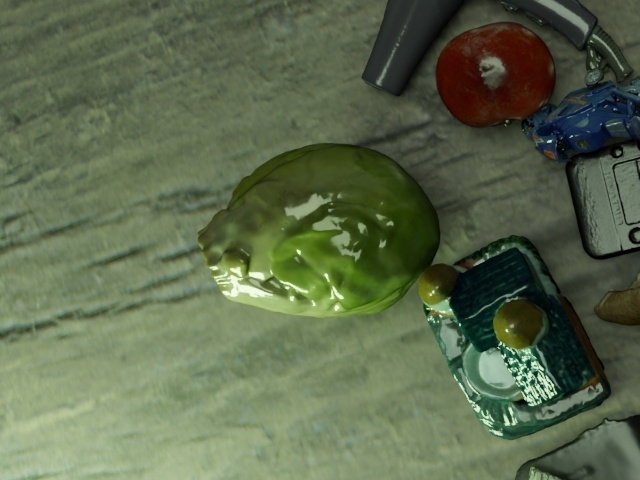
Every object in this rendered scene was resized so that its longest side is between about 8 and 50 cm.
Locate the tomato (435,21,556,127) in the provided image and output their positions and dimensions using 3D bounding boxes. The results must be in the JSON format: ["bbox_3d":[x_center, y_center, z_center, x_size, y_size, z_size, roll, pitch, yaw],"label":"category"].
[{"bbox_3d":[0.222,-0.213,1.482,0.159,0.091,0.139,-9,98,23],"label":"tomato"}]

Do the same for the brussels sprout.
[{"bbox_3d":[0.009,-0.005,1.499,0.316,0.274,0.243,-9,104,24],"label":"brussels sprout"}]

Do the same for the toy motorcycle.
[{"bbox_3d":[0.350,-0.156,1.473,0.205,0.076,0.114,-12,45,35],"label":"toy motorcycle"}]

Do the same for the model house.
[{"bbox_3d":[0.226,0.114,1.400,0.184,0.291,0.253,-26,76,10],"label":"model house"}]

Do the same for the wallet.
[{"bbox_3d":[0.397,0.420,1.428,0.197,0.051,0.377,-28,74,17],"label":"wallet"}]

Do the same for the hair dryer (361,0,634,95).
[{"bbox_3d":[0.252,-0.291,1.539,0.361,0.121,0.301,28,102,15],"label":"hair dryer"}]

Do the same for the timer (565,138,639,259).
[{"bbox_3d":[0.425,-0.061,1.472,0.187,0.055,0.144,-14,78,21],"label":"timer"}]

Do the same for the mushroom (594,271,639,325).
[{"bbox_3d":[0.435,0.050,1.410,0.072,0.094,0.210,42,113,-1],"label":"mushroom"}]

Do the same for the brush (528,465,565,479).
[{"bbox_3d":[0.274,0.453,1.458,0.090,0.017,0.314,18,101,36],"label":"brush"}]
